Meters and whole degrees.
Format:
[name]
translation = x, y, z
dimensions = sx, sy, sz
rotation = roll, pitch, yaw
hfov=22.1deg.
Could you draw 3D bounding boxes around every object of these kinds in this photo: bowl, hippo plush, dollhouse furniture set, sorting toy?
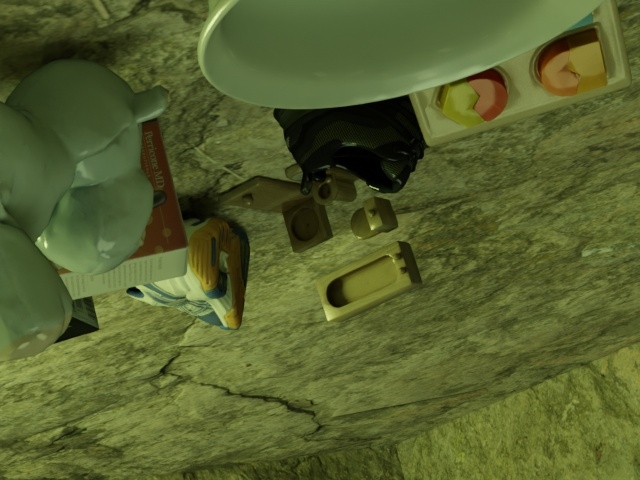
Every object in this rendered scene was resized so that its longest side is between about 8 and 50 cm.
[bowl]
translation = 0.049, -0.207, 1.090
dimensions = 0.297, 0.134, 0.298
rotation = -13, 165, -4
[hippo plush]
translation = -0.258, -0.055, 1.287
dimensions = 0.234, 0.294, 0.236
rotation = 1, -159, 30
[dollhouse furniture set]
translation = 0.000, 0.000, 1.754
dimensions = 0.144, 0.151, 0.123
rotation = -26, 161, 30
[sorting toy]
translation = 0.163, -0.165, 1.406
dimensions = 0.193, 0.038, 0.208
rotation = -17, 141, 7

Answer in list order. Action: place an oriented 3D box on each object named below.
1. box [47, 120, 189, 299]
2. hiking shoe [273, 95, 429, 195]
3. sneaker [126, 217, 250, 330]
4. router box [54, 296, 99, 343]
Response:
[box]
translation = -0.218, -0.022, 1.509
dimensions = 0.170, 0.130, 0.091
rotation = -13, 164, -10
[hiking shoe]
translation = 0.072, -0.098, 1.538
dimensions = 0.226, 0.114, 0.086
rotation = -10, 165, -16
[sneaker]
translation = -0.156, 0.030, 1.857
dimensions = 0.131, 0.112, 0.296
rotation = 1, 165, 7
[router box]
translation = -0.406, 0.071, 1.757
dimensions = 0.243, 0.081, 0.309
rotation = -17, 165, 8
